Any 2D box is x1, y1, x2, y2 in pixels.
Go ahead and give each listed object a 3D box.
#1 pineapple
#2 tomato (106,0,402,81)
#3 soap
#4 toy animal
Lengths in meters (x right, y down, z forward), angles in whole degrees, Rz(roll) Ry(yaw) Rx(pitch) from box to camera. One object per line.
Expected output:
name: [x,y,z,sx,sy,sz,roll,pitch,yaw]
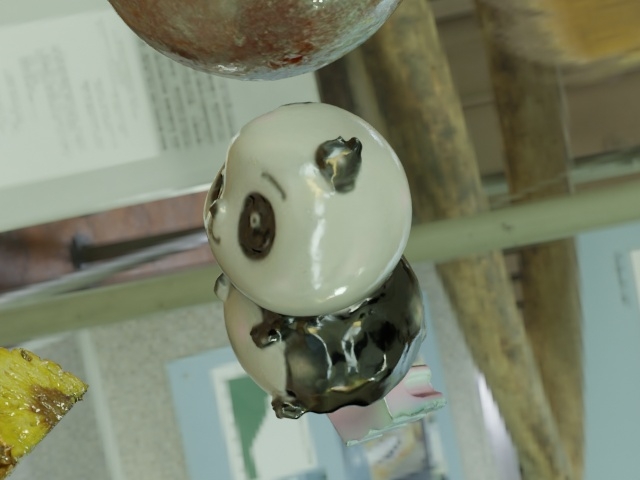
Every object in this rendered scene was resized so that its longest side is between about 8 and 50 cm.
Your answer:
pineapple: [-0.410,0.227,1.728,0.140,0.164,0.250,40,25,-3]
tomato: [-0.055,-0.294,1.207,0.282,0.317,0.316,44,39,-40]
soap: [0.066,0.177,1.480,0.056,0.100,0.149,62,16,12]
toy animal: [-0.007,0.005,1.105,0.187,0.165,0.235,50,-23,50]
